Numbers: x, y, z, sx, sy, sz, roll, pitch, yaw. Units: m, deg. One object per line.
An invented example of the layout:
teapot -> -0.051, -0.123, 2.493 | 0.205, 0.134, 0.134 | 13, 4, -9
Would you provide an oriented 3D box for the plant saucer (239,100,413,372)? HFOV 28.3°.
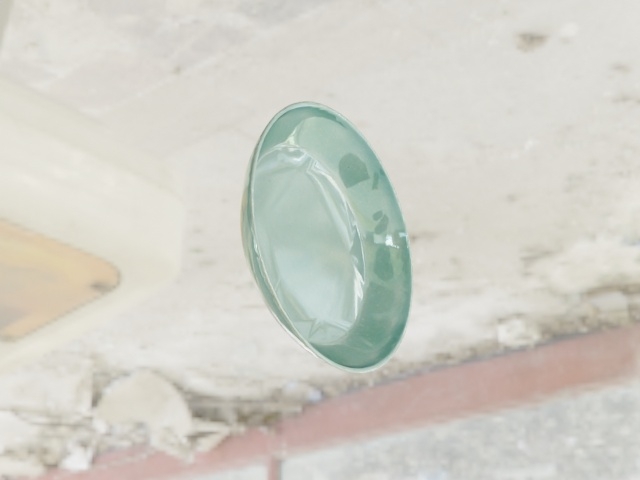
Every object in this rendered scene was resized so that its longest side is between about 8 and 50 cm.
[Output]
plant saucer -> 0.000, 0.000, 0.550 | 0.021, 0.119, 0.119 | -15, 153, 34
